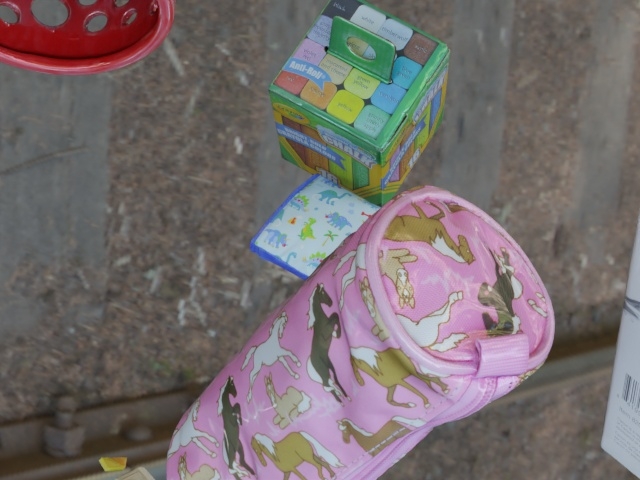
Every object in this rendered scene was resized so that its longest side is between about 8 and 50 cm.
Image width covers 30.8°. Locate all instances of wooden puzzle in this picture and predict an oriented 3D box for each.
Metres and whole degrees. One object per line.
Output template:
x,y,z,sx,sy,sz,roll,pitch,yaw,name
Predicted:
-0.202,0.292,1.327,0.014,0.116,0.078,-46,163,14,wooden puzzle

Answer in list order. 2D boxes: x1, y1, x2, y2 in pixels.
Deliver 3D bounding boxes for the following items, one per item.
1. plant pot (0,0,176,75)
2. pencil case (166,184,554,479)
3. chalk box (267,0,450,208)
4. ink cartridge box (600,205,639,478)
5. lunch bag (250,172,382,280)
-0.205,-0.251,0.923,0.191,0.191,0.174,33,48,-44,plant pot
0.014,0.121,0.914,0.167,0.386,0.160,43,44,3,pencil case
0.053,-0.195,1.557,0.179,0.180,0.289,-57,166,-14,chalk box
0.345,0.098,0.905,0.117,0.207,0.283,-21,130,-26,ink cartridge box
0.000,0.000,1.535,0.151,0.128,0.096,-40,148,-43,lunch bag
